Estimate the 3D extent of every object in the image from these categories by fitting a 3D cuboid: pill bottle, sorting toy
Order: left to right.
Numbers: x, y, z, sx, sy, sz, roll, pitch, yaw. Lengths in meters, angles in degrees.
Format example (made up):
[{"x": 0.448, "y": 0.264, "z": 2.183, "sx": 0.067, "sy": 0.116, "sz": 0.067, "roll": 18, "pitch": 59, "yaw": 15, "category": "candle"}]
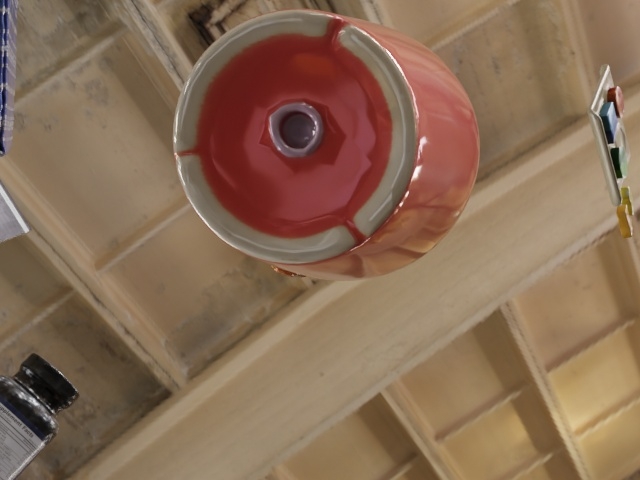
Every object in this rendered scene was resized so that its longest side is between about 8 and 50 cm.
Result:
[{"x": -0.444, "y": 0.266, "z": 1.125, "sx": 0.219, "sy": 0.122, "sz": 0.123, "roll": -49, "pitch": -48, "yaw": -26, "category": "pill bottle"}, {"x": 0.600, "y": -0.173, "z": 1.632, "sx": 0.041, "sy": 0.229, "sz": 0.307, "roll": -8, "pitch": -59, "yaw": 30, "category": "sorting toy"}]

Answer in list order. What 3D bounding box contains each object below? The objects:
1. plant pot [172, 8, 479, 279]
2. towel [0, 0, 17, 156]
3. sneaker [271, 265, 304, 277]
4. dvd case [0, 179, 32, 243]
[{"x": 0.002, "y": -0.085, "z": 0.730, "sx": 0.274, "sy": 0.243, "sz": 0.275, "roll": 1, "pitch": -87, "yaw": 12, "category": "plant pot"}, {"x": -0.352, "y": -0.263, "z": 0.884, "sx": 0.040, "sy": 0.243, "sz": 0.336, "roll": 2, "pitch": -82, "yaw": -18, "category": "towel"}, {"x": 0.000, "y": 0.000, "z": 1.104, "sx": 0.175, "sy": 0.064, "sz": 0.067, "roll": -22, "pitch": -27, "yaw": -41, "category": "sneaker"}, {"x": -0.544, "y": -0.060, "z": 1.233, "sx": 0.018, "sy": 0.221, "sz": 0.165, "roll": -30, "pitch": -85, "yaw": 16, "category": "dvd case"}]
